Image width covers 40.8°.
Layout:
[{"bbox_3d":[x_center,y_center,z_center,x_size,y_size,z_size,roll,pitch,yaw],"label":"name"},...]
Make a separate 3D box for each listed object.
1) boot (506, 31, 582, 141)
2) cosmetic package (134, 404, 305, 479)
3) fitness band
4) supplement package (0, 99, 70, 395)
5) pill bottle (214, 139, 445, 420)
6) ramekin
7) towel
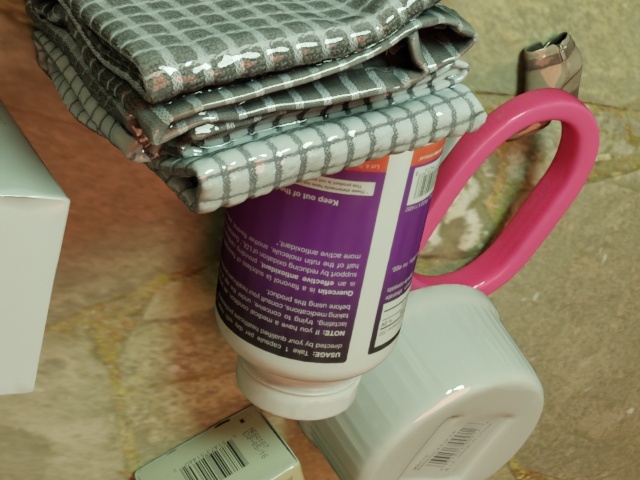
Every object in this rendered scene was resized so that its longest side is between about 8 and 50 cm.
[{"bbox_3d":[0.240,-0.173,0.951,0.118,0.042,0.087,-34,126,-13],"label":"boot"},{"bbox_3d":[-0.087,0.359,1.007,0.160,0.113,0.309,-28,129,-18],"label":"cosmetic package"},{"bbox_3d":[0.187,-0.040,0.952,0.209,0.054,0.290,11,122,-38],"label":"fitness band"},{"bbox_3d":[-0.297,-0.008,0.562,0.194,0.203,0.149,1,117,-35],"label":"supplement package"},{"bbox_3d":[0.000,0.000,0.791,0.182,0.181,0.322,-8,122,-32],"label":"pill bottle"},{"bbox_3d":[0.123,0.196,0.999,0.277,0.135,0.277,-19,138,-18],"label":"ramekin"},{"bbox_3d":[-0.057,-0.145,0.589,0.235,0.284,0.121,-19,126,-26],"label":"towel"}]
